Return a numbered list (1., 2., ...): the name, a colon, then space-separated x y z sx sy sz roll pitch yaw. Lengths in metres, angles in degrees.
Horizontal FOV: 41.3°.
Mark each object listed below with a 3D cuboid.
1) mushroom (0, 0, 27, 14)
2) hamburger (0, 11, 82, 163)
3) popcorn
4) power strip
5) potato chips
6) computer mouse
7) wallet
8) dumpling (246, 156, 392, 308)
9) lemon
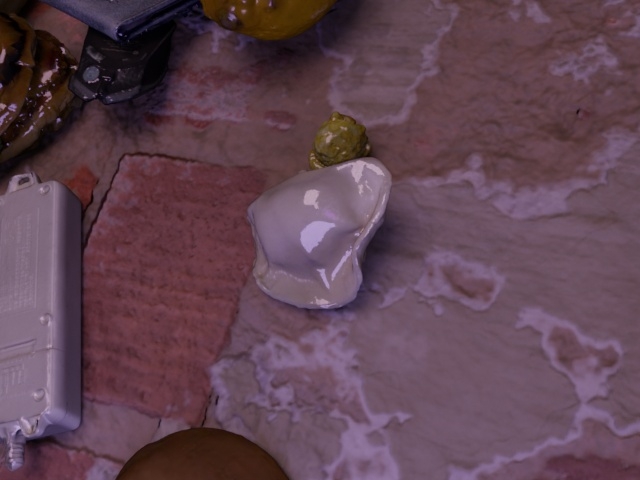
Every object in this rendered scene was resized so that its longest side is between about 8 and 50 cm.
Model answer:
1. mushroom: -0.394 -0.438 1.177 0.081 0.100 0.312 19 73 3
2. hamburger: -0.409 -0.192 1.042 0.206 0.130 0.183 -41 56 -3
3. popcorn: 0.018 -0.092 0.888 0.059 0.068 0.083 19 103 35
4. power strip: -0.310 0.078 0.908 0.098 0.058 0.338 -15 60 10
5. potato chips: -0.114 0.260 0.748 0.195 0.062 0.208 -22 57 4
6. computer mouse: -0.235 -0.220 1.024 0.106 0.062 0.192 10 51 5
7. wallet: -0.217 -0.322 1.053 0.167 0.036 0.222 32 52 29
8. dumpling: 0.001 -0.001 0.825 0.169 0.100 0.134 -16 72 12
9. lemon: -0.054 -0.338 0.958 0.204 0.204 0.260 11 62 23
